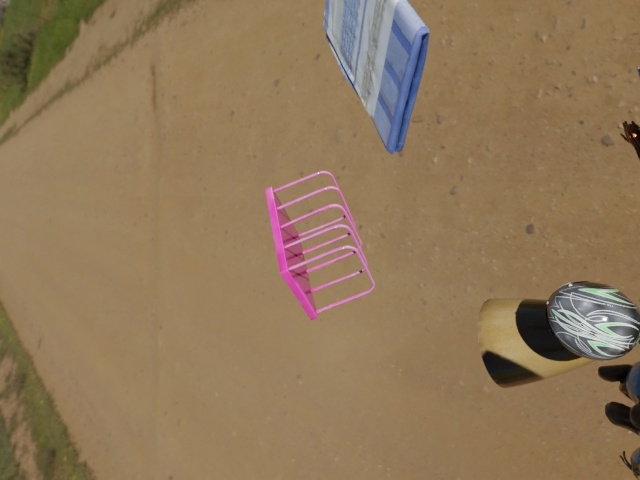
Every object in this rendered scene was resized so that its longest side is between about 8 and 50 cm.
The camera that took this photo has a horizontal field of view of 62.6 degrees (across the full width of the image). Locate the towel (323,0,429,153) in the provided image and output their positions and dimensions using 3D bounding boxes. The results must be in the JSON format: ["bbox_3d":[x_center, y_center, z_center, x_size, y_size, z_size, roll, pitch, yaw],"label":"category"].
[{"bbox_3d":[0.066,-0.283,0.712,0.209,0.034,0.285,94,158,-57],"label":"towel"}]

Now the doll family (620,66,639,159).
[{"bbox_3d":[0.514,-0.168,0.724,0.118,0.262,0.163,166,109,-73],"label":"doll family"}]

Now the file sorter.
[{"bbox_3d":[0.000,0.000,1.295,0.182,0.202,0.291,-21,46,7],"label":"file sorter"}]

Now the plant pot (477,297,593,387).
[{"bbox_3d":[0.570,0.244,1.334,0.254,0.237,0.237,-19,65,41],"label":"plant pot"}]

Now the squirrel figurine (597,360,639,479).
[{"bbox_3d":[1.025,0.536,1.483,0.281,0.396,0.371,123,156,-61],"label":"squirrel figurine"}]

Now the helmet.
[{"bbox_3d":[0.555,0.163,1.073,0.169,0.161,0.170,-8,80,56],"label":"helmet"}]
